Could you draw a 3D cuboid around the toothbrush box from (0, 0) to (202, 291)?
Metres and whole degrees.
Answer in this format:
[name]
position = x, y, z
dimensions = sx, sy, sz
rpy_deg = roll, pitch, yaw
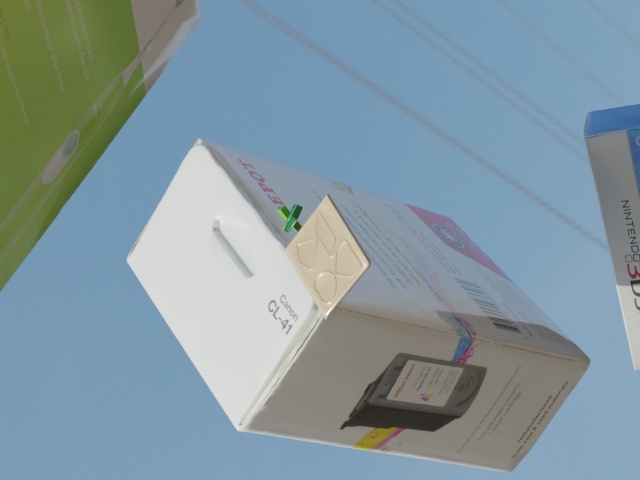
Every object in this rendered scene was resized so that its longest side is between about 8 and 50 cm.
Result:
[toothbrush box]
position = -0.182, -0.087, 0.735
dimensions = 0.283, 0.122, 0.206
rpy_deg = -56, -18, -24

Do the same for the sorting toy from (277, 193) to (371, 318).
[sorting toy]
position = 0.000, 0.000, 1.019
dimensions = 0.012, 0.083, 0.062
rpy_deg = -6, -37, -39

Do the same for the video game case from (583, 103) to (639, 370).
[video game case]
position = 0.387, -0.014, 1.415
dimensions = 0.061, 0.270, 0.244
rpy_deg = -66, -37, -58

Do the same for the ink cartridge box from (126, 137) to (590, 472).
[ink cartridge box]
position = 0.031, 0.057, 1.288
dimensions = 0.306, 0.226, 0.131
rpy_deg = 14, -64, -41
